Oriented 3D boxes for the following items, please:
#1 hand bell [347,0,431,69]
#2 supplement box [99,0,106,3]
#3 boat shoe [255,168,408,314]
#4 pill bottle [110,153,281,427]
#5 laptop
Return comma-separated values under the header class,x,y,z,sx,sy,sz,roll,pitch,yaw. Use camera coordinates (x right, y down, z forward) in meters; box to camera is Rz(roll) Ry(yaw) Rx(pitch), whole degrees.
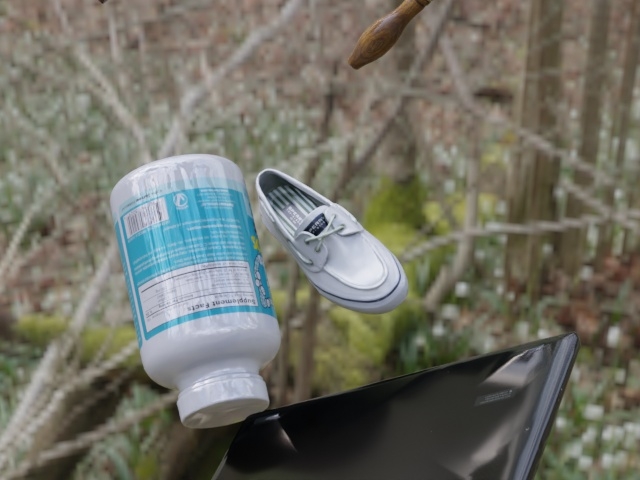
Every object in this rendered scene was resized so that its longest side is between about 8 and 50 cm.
class,x,y,z,sx,sy,sz,roll,pitch,yaw
hand bell,0.119,-0.297,2.286,0.126,0.242,0.126,36,28,-22
supplement box,-0.202,-0.413,2.302,0.073,0.130,0.239,46,65,5
boat shoe,0.000,0.000,1.954,0.083,0.076,0.226,-46,50,-13
pill bottle,-0.125,0.055,1.898,0.146,0.146,0.264,-10,70,-10
laptop,0.065,0.330,1.597,0.382,0.236,0.408,-17,28,34
